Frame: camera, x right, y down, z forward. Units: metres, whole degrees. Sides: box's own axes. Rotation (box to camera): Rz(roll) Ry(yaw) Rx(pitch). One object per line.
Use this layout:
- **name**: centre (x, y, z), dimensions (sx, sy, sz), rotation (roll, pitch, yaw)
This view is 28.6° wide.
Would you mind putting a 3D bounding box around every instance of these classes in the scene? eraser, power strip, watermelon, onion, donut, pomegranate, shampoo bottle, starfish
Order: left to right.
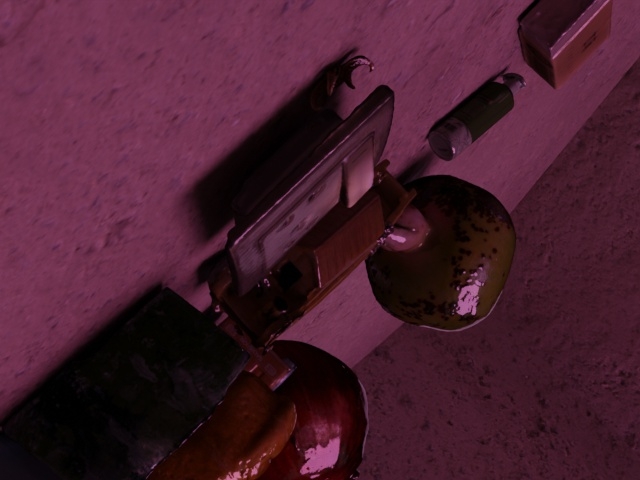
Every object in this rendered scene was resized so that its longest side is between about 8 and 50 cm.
- **watermelon**: centre (-0.246, 0.189, 1.550), dimensions (0.264, 0.151, 0.302), rotation (-45, -172, -15)
- **donut**: centre (-0.139, 0.263, 1.608), dimensions (0.226, 0.114, 0.226), rotation (-42, -172, 7)
- **onion**: centre (-0.088, 0.327, 2.235), dimensions (0.341, 0.341, 0.341), rotation (-42, 170, -10)
- **power strip**: centre (-0.028, -0.064, 1.451), dimensions (0.251, 0.092, 0.257), rotation (-39, 168, -11)
- **starfish**: centre (0.022, -0.176, 1.388), dimensions (0.078, 0.028, 0.091), rotation (-42, 174, 19)
- **pomegranate**: centre (0.177, 0.003, 2.180), dimensions (0.285, 0.285, 0.340), rotation (-46, 139, 11)
- **shampoo bottle**: centre (0.267, -0.214, 2.096), dimensions (0.204, 0.065, 0.065), rotation (-40, 169, -23)
- **eraser**: centre (0.402, -0.345, 2.039), dimensions (0.144, 0.078, 0.343), rotation (-47, 169, 7)

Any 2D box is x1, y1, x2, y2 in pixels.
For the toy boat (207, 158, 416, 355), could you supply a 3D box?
- **toy boat**: centre (0.000, 0.000, 1.760), dimensions (0.162, 0.136, 0.445), rotation (-47, 175, 39)

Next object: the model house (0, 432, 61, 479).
- **model house**: centre (-0.372, 0.396, 1.418), dimensions (0.249, 0.280, 0.230), rotation (-50, 168, 2)

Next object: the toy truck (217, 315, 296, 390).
- **toy truck**: centre (-0.166, 0.238, 1.946), dimensions (0.184, 0.133, 0.338), rotation (-43, 175, -21)
